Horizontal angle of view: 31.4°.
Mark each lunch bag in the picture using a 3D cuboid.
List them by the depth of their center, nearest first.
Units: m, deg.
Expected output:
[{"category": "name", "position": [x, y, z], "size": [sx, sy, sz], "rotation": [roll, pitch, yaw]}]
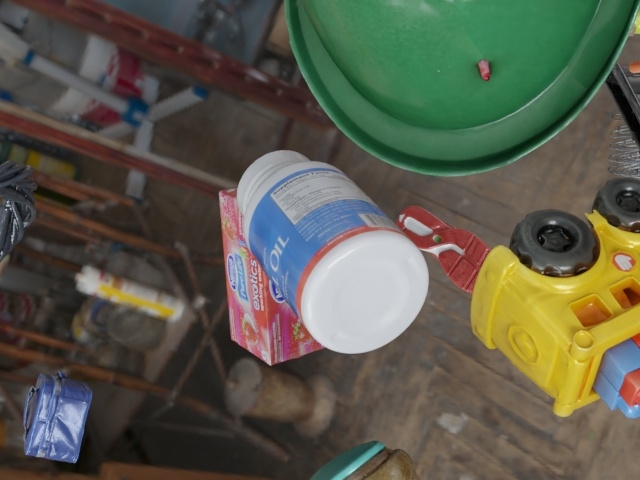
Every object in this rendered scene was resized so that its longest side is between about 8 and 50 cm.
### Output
[{"category": "lunch bag", "position": [-0.298, 0.194, 1.274], "size": [0.067, 0.065, 0.098], "rotation": [-171, 93, -70]}]

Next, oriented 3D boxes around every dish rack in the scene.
[{"category": "dish rack", "position": [0.481, -0.111, 1.710], "size": [0.074, 0.271, 0.208], "rotation": [-6, 37, 2]}]

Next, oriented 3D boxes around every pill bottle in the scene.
[{"category": "pill bottle", "position": [0.000, 0.000, 1.079], "size": [0.124, 0.124, 0.221], "rotation": [-58, 35, 12]}]

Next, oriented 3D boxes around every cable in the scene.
[{"category": "cable", "position": [-0.367, -0.019, 1.203], "size": [0.047, 0.150, 0.184], "rotation": [45, 148, 18]}]

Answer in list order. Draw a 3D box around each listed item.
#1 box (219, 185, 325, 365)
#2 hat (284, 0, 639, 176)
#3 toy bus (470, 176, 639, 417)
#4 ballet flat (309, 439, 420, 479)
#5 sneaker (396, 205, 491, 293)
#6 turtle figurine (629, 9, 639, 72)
[{"category": "box", "position": [-0.067, 0.045, 1.757], "size": [0.128, 0.122, 0.257], "rotation": [24, 123, 53]}, {"category": "hat", "position": [0.004, -0.120, 0.387], "size": [0.173, 0.183, 0.208], "rotation": [26, 111, 32]}, {"category": "toy bus", "position": [0.284, 0.068, 1.067], "size": [0.211, 0.220, 0.149], "rotation": [51, 154, 36]}, {"category": "ballet flat", "position": [0.055, 0.261, 1.088], "size": [0.116, 0.342, 0.124], "rotation": [-34, 83, -11]}, {"category": "sneaker", "position": [0.238, 0.017, 1.878], "size": [0.221, 0.128, 0.087], "rotation": [42, 108, 28]}, {"category": "turtle figurine", "position": [0.170, -0.197, 0.925], "size": [0.269, 0.217, 0.087], "rotation": [6, 52, 22]}]
